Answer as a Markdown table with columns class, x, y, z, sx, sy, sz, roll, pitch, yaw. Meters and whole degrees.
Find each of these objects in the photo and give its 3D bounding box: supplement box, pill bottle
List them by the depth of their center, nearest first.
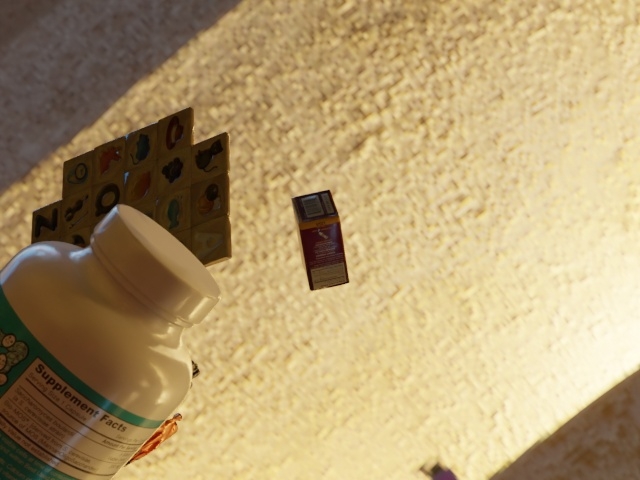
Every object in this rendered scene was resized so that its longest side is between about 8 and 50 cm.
| class | x | y | z | sx | sy | sz | roll | pitch | yaw |
| --- | --- | --- | --- | --- | --- | --- | --- | --- | --- |
| pill bottle | -0.185 | 0.102 | 0.913 | 0.264 | 0.146 | 0.146 | -47 | -135 | 6 |
| supplement box | 0.000 | 0.000 | 1.399 | 0.043 | 0.083 | 0.055 | -12 | -146 | -5 |

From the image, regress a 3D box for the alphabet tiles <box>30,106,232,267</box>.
| class | x | y | z | sx | sy | sz | roll | pitch | yaw |
| --- | --- | --- | --- | --- | --- | --- | --- | --- | --- |
| alphabet tiles | -0.249 | -0.009 | 1.773 | 0.342 | 0.011 | 0.285 | -19 | -120 | 31 |

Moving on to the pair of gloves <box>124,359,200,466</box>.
| class | x | y | z | sx | sy | sz | roll | pitch | yaw |
| --- | --- | --- | --- | --- | --- | --- | --- | --- | --- |
| pair of gloves | -0.119 | 0.126 | 1.016 | 0.010 | 0.074 | 0.083 | 32 | -62 | 18 |
